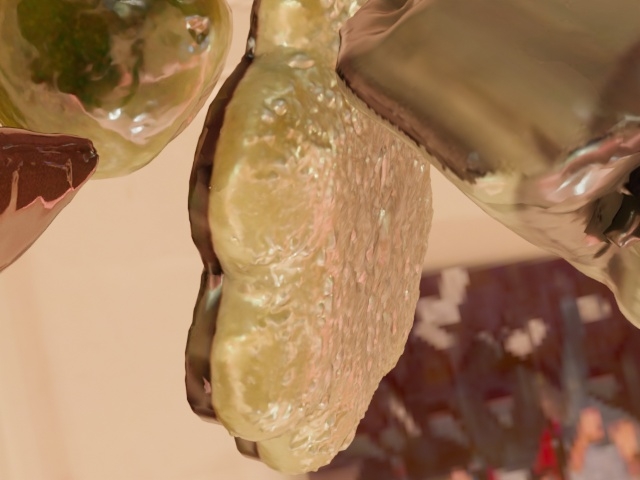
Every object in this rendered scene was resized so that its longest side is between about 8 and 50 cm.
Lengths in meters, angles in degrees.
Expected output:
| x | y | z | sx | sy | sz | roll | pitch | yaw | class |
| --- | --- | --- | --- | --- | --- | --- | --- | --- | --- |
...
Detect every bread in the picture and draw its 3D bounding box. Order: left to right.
| x | y | z | sx | sy | sz | roll | pitch | yaw | class |
| --- | --- | --- | --- | --- | --- | --- | --- | --- | --- |
| 0.000 | 0.000 | 0.823 | 0.056 | 0.207 | 0.286 | 11 | 146 | 17 | bread |

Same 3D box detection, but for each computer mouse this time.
| x | y | z | sx | sy | sz | roll | pitch | yaw | class |
| --- | --- | --- | --- | --- | --- | --- | --- | --- | --- |
| 0.152 | -0.046 | 0.561 | 0.228 | 0.145 | 0.429 | 24 | -153 | 17 | computer mouse |

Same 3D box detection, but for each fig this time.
| x | y | z | sx | sy | sz | roll | pitch | yaw | class |
| --- | --- | --- | --- | --- | --- | --- | --- | --- | --- |
| -0.209 | -0.175 | 1.415 | 0.206 | 0.275 | 0.206 | -54 | -176 | 5 | fig |

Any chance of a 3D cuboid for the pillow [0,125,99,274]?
| x | y | z | sx | sy | sz | roll | pitch | yaw | class |
| --- | --- | --- | --- | --- | --- | --- | --- | --- | --- |
| -0.285 | 0.025 | 0.798 | 0.305 | 0.108 | 0.308 | -31 | 163 | 21 | pillow |
